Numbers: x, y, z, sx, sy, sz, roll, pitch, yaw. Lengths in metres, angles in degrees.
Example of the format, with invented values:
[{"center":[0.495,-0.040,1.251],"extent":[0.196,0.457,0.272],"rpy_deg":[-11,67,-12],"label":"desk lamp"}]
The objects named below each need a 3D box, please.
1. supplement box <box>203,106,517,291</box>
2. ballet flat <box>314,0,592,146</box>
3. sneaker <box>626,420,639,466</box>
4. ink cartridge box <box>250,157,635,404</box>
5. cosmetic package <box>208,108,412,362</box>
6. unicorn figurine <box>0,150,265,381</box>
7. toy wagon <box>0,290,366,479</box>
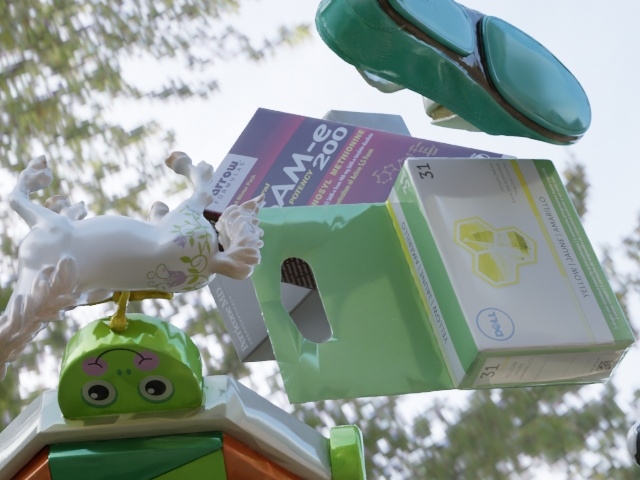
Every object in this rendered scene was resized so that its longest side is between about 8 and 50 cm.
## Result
[{"center":[0.031,-0.023,1.387],"extent":[0.130,0.239,0.073],"rpy_deg":[-59,-32,-34],"label":"supplement box"},{"center":[0.088,-0.124,1.203],"extent":[0.087,0.083,0.247],"rpy_deg":[-24,-35,37],"label":"ballet flat"},{"center":[0.369,0.204,1.759],"extent":[0.211,0.081,0.080],"rpy_deg":[4,-88,-48],"label":"sneaker"},{"center":[0.075,0.023,1.165],"extent":[0.235,0.171,0.056],"rpy_deg":[-1,-40,-23],"label":"ink cartridge box"},{"center":[0.000,0.000,1.577],"extent":[0.107,0.127,0.238],"rpy_deg":[1,-38,-44],"label":"cosmetic package"},{"center":[-0.103,0.008,0.784],"extent":[0.162,0.111,0.060],"rpy_deg":[-16,-51,1],"label":"unicorn figurine"},{"center":[-0.104,0.166,1.035],"extent":[0.267,0.068,0.344],"rpy_deg":[-5,-53,1],"label":"toy wagon"}]
